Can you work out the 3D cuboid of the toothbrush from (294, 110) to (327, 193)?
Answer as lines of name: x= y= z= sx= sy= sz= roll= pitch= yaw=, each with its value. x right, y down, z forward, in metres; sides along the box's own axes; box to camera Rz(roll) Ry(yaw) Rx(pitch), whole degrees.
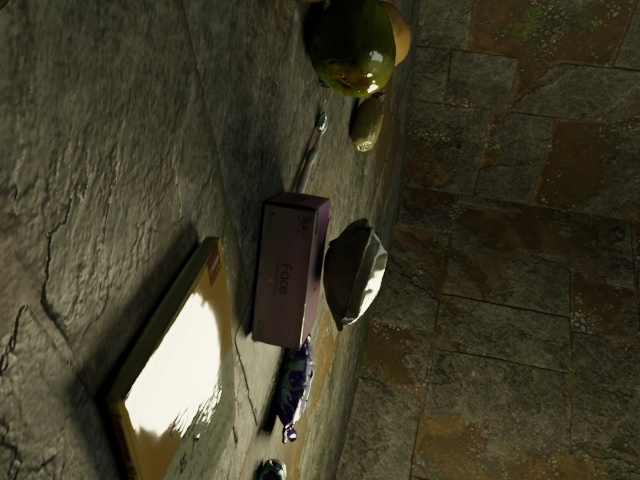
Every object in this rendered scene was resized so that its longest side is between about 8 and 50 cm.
toothbrush: x=-0.023 y=-0.152 z=1.275 sx=0.027 sy=0.021 sz=0.269 roll=62 pitch=37 yaw=-52

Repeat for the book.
book: x=-0.169 y=0.220 z=0.820 sx=0.269 sy=0.032 sz=0.388 roll=-69 pitch=165 yaw=-49

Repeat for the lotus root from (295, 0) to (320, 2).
lotus root: x=0.014 y=-0.427 z=0.855 sx=0.152 sy=0.160 sz=0.274 roll=67 pitch=32 yaw=-52

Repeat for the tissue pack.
tissue pack: x=-0.048 y=0.046 z=1.128 sx=0.148 sy=0.093 sz=0.246 roll=-50 pitch=147 yaw=-74

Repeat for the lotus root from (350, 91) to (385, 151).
lotus root: x=0.130 y=-0.328 z=1.752 sx=0.090 sy=0.077 sz=0.183 roll=91 pitch=15 yaw=-70

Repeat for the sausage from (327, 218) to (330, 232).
sausage: x=0.000 y=0.000 z=1.522 sx=0.024 sy=0.024 sz=0.132 roll=85 pitch=18 yaw=-54

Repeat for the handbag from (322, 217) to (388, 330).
handbag: x=0.062 y=0.044 z=1.173 sx=0.270 sy=0.117 sz=0.182 roll=-73 pitch=-177 yaw=-81

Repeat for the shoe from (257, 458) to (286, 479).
shoe: x=-0.108 y=0.530 z=1.339 sx=0.071 sy=0.064 sz=0.142 roll=71 pitch=28 yaw=-70

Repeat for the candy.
candy: x=-0.052 y=0.313 z=1.420 sx=0.145 sy=0.070 sz=0.275 roll=91 pitch=8 yaw=-68

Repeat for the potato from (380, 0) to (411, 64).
potato: x=0.151 y=-0.504 z=1.588 sx=0.234 sy=0.146 sz=0.150 roll=-13 pitch=82 yaw=-78

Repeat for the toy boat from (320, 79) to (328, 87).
toy boat: x=0.068 y=-0.319 z=1.278 sx=0.066 sy=0.140 sz=0.059 roll=61 pitch=37 yaw=-48

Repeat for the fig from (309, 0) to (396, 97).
fig: x=0.054 y=-0.368 z=1.171 sx=0.167 sy=0.167 sz=0.233 roll=86 pitch=-7 yaw=-53
